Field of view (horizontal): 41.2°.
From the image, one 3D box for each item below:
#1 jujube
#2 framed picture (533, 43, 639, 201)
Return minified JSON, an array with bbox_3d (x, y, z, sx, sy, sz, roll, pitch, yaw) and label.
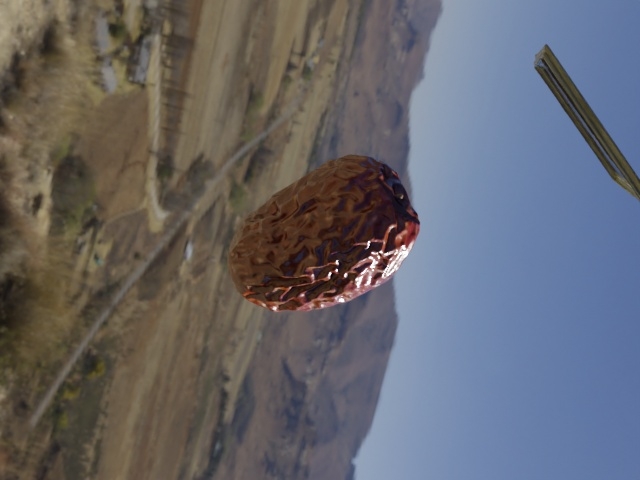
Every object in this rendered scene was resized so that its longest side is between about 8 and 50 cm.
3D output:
[{"bbox_3d":[0.000,0.000,0.740,0.176,0.109,0.112,-29,-149,28],"label":"jujube"},{"bbox_3d":[0.297,-0.130,0.954,0.014,0.197,0.252,-35,-179,15],"label":"framed picture"}]
